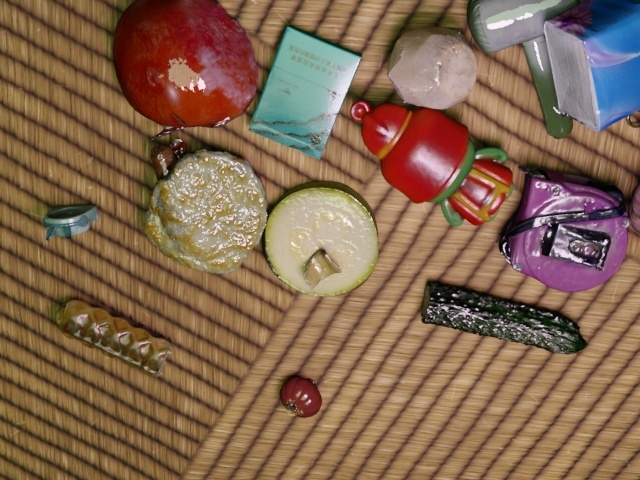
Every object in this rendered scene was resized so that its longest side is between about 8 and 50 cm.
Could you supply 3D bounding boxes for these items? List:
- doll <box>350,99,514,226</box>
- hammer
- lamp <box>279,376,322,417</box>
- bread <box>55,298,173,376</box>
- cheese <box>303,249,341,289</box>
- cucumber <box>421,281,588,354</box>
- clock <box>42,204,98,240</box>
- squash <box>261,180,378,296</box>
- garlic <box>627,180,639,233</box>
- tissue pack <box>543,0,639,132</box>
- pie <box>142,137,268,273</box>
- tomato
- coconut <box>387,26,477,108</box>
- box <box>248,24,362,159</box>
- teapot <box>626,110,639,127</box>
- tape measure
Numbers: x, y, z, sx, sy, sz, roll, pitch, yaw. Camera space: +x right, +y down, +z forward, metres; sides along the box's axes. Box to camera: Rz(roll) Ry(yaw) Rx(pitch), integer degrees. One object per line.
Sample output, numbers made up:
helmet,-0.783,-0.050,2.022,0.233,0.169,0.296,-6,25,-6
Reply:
doll,0.211,-0.164,1.842,0.363,0.160,0.183,33,110,-7
hammer,0.419,-0.341,1.796,0.206,0.119,0.336,-19,113,13
lamp,-0.044,0.350,2.089,0.101,0.090,0.101,23,140,20
bread,-0.461,0.213,2.077,0.269,0.098,0.087,26,68,-4
cheese,-0.003,0.061,1.962,0.084,0.041,0.060,-39,110,14
cucumber,0.393,0.168,1.982,0.359,0.096,0.096,12,110,0
clock,-0.532,-0.038,1.966,0.101,0.135,0.041,-2,110,7
squash,0.000,0.000,1.984,0.251,0.049,0.252,2,112,5
garlic,0.705,-0.086,1.834,0.244,0.160,0.245,-15,134,-17
tissue pack,0.562,-0.350,1.693,0.263,0.146,0.198,-28,126,-9
pie,-0.239,-0.065,1.949,0.257,0.105,0.275,10,111,-4
tomato,-0.276,-0.340,1.816,0.308,0.170,0.309,1,111,3
coconut,0.207,-0.330,1.787,0.161,0.162,0.161,-10,107,-36
box,-0.032,-0.296,1.878,0.160,0.042,0.226,22,110,-2
teapot,0.655,-0.244,1.825,0.121,0.076,0.068,4,102,35
tape measure,0.489,-0.017,1.876,0.245,0.149,0.232,8,108,1
